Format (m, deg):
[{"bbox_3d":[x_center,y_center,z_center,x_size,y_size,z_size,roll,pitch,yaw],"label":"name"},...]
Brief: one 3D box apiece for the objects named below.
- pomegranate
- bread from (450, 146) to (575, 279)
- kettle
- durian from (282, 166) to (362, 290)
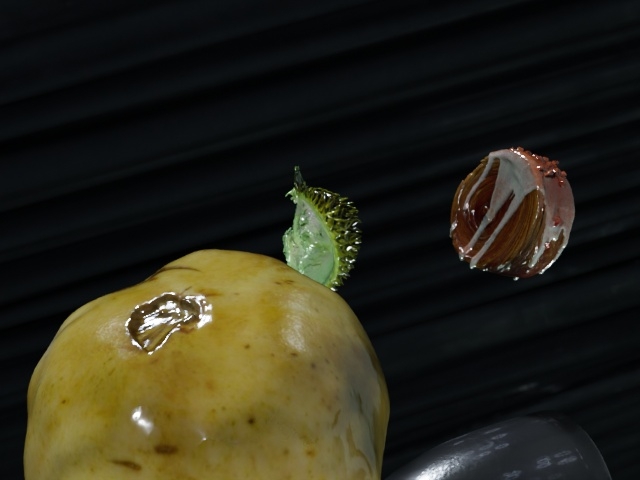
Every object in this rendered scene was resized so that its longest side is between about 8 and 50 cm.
[{"bbox_3d":[-0.096,0.175,1.068,0.332,0.332,0.332,164,90,-84],"label":"pomegranate"},{"bbox_3d":[0.234,-0.033,1.452,0.160,0.073,0.160,-26,57,49],"label":"bread"},{"bbox_3d":[0.162,0.348,1.387,0.268,0.290,0.207,102,148,-46],"label":"kettle"},{"bbox_3d":[0.000,0.000,1.499,0.086,0.100,0.215,-76,-7,-54],"label":"durian"}]
